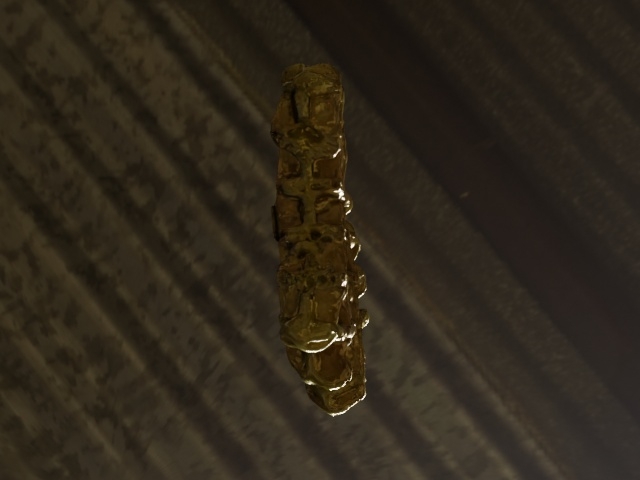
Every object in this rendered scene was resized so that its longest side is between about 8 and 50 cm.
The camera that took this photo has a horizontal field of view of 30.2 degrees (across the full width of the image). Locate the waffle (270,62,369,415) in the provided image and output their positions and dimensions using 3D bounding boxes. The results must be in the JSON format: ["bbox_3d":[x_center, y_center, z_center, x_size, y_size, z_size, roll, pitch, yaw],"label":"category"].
[{"bbox_3d":[-0.004,0.000,0.685,0.051,0.149,0.194,-6,-132,8],"label":"waffle"}]
